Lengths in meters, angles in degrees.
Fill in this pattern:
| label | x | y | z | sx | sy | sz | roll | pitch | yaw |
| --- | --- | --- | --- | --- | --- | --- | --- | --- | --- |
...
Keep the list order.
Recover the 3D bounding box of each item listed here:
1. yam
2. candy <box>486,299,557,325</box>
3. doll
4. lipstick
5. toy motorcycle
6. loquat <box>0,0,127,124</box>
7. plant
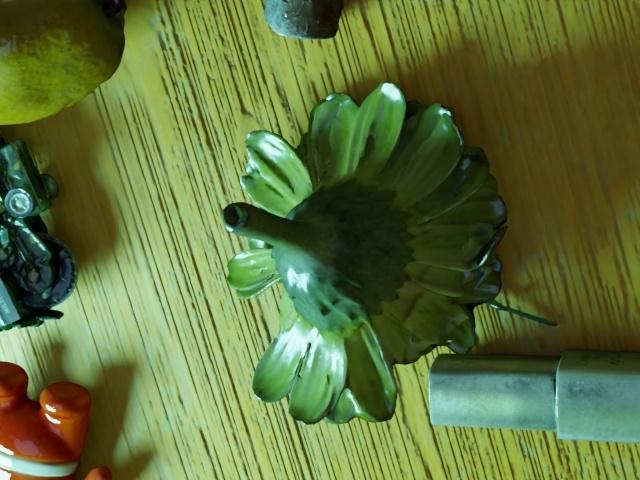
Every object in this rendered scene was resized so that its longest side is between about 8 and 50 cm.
| label | x | y | z | sx | sy | sz | roll | pitch | yaw |
| --- | --- | --- | --- | --- | --- | --- | --- | --- | --- |
| yam | -0.009 | -0.260 | 1.329 | 0.079 | 0.079 | 0.141 | 13 | 110 | 13 |
| candy | 0.167 | 0.061 | 1.390 | 0.123 | 0.035 | 0.035 | 21 | 113 | 2 |
| doll | -0.330 | 0.299 | 1.561 | 0.199 | 0.105 | 0.336 | 17 | 108 | 12 |
| lipstick | 0.230 | 0.143 | 1.363 | 0.253 | 0.079 | 0.077 | 1 | 104 | 16 |
| toy motorcycle | -0.363 | -0.026 | 1.478 | 0.187 | 0.125 | 0.275 | -23 | 97 | 12 |
| loquat | -0.284 | -0.207 | 1.373 | 0.234 | 0.176 | 0.187 | -17 | 100 | 0 |
| plant | 0.043 | 0.003 | 1.309 | 0.261 | 0.297 | 0.306 | -2 | 76 | -4 |
